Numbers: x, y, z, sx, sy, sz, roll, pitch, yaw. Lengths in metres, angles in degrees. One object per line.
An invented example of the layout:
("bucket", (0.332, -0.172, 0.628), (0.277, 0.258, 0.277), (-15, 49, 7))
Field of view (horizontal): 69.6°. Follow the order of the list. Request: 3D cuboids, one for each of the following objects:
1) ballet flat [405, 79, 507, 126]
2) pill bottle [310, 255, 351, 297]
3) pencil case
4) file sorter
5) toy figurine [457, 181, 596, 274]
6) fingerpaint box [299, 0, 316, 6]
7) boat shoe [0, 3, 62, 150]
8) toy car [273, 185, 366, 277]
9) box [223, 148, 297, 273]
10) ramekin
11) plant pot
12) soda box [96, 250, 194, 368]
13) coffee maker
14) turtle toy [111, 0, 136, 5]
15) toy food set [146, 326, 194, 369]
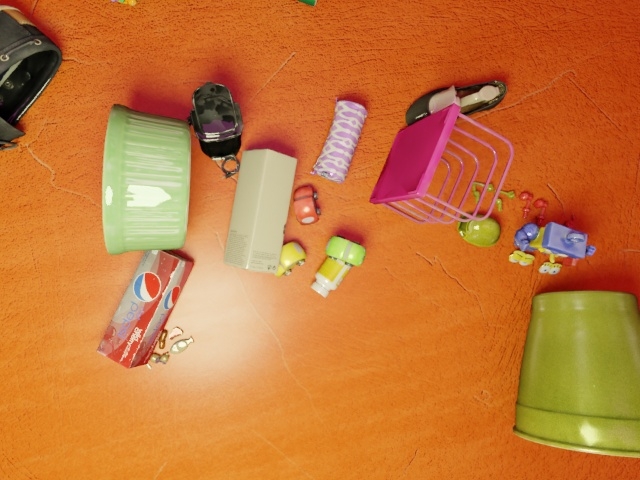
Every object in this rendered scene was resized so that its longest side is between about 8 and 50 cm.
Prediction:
("ballet flat", (0.356, -0.361, 1.188), (0.280, 0.096, 0.096), (-21, 95, -10))
("pill bottle", (0.027, 0.082, 1.144), (0.065, 0.065, 0.116), (37, 83, -9))
("pencil case", (0.047, -0.243, 1.140), (0.088, 0.086, 0.206), (19, 85, 17))
("file sorter", (0.275, -0.153, 1.079), (0.182, 0.290, 0.202), (24, 86, -13))
("toy figurine", (0.567, -0.034, 1.171), (0.362, 0.217, 0.192), (19, 87, -11))
("fingerpaint box", (-0.004, -0.784, 0.939), (0.163, 0.445, 0.372), (15, 88, -10))
("boat shoe", (-0.714, -0.246, 0.942), (0.155, 0.187, 0.501), (29, 80, -4))
("toy car", (0.000, 0.000, 1.101), (0.224, 0.053, 0.239), (20, 87, 16))
("box", (-0.142, -0.068, 1.075), (0.094, 0.113, 0.276), (12, 89, -42))
("ramekin", (-0.353, -0.119, 0.958), (0.148, 0.303, 0.304), (3, 90, -18))
("plant pot", (0.666, 0.309, 1.150), (0.365, 0.366, 0.354), (3, 78, -11))
("soda box", (-0.391, 0.148, 1.044), (0.092, 0.083, 0.264), (24, 87, 10))
("coffee maker", (-0.221, -0.246, 1.036), (0.120, 0.178, 0.171), (-37, 97, -8))
("turtle toy", (-0.460, -0.574, 1.041), (0.130, 0.066, 0.095), (8, 47, -11))
("toy food set", (-0.371, 0.250, 1.091), (0.122, 0.019, 0.078), (-37, 97, -8))
